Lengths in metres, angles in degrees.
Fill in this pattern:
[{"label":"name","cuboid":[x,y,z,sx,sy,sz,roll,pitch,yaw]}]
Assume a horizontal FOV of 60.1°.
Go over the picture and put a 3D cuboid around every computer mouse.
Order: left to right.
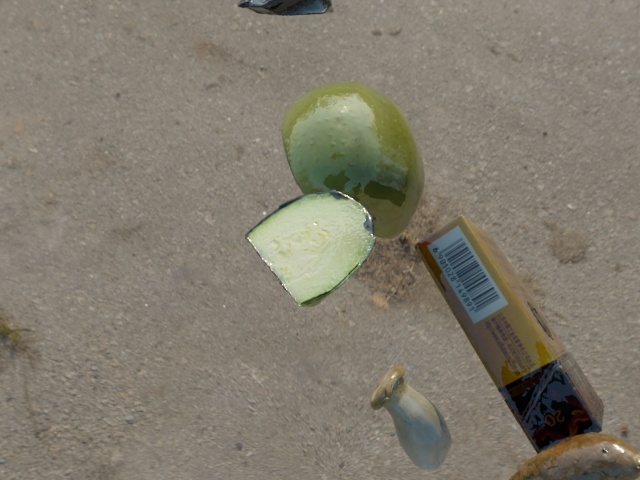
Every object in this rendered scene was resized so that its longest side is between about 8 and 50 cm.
[{"label":"computer mouse","cuboid":[-0.043,-0.314,0.710,0.135,0.047,0.079,-21,32,-33]}]

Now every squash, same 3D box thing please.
[{"label":"squash","cuboid":[0.002,0.015,0.896,0.184,0.085,0.192,-34,56,-10]}]

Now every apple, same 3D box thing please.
[{"label":"apple","cuboid":[0.077,-0.197,1.267,0.311,0.320,0.361,-7,61,0]}]

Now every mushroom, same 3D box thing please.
[{"label":"mushroom","cuboid":[0.170,0.328,1.012,0.097,0.088,0.212,-36,106,6]}]

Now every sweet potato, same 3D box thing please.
[{"label":"sweet potato","cuboid":[0.259,0.355,0.684,0.114,0.342,0.092,24,27,13]}]

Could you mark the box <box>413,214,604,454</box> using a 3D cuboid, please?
[{"label":"box","cuboid":[0.357,0.168,1.030,0.115,0.264,0.415,-35,67,18]}]
